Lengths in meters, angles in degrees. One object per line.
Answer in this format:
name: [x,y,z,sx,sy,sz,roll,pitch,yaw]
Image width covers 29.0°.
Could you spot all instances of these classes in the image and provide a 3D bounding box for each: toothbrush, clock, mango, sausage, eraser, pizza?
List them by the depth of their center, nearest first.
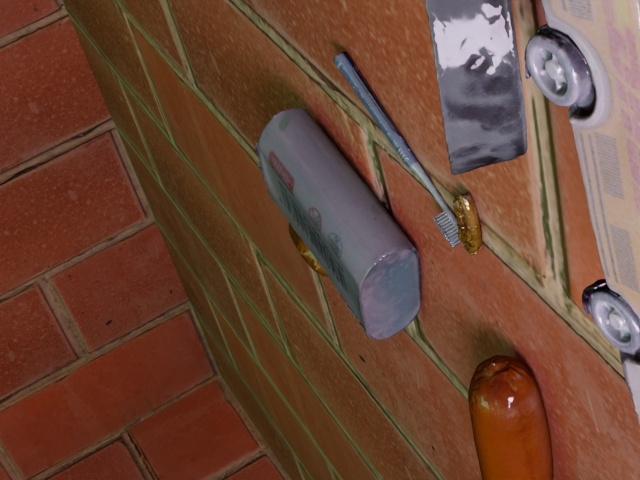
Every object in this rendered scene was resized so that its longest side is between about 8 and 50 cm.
clock: [0.080,-0.152,0.705,0.226,0.048,0.226,-7,-90,-82]
pizza: [0.129,-0.014,1.091,0.083,0.016,0.037,75,168,-50]
toothbrush: [0.072,-0.087,1.154,0.220,0.019,0.016,58,172,14]
sausage: [0.183,0.188,1.183,0.076,0.076,0.198,47,159,49]
eraser: [0.020,-0.018,1.371,0.227,0.081,0.174,53,169,30]
mango: [0.000,0.000,1.520,0.077,0.063,0.127,44,-176,-34]

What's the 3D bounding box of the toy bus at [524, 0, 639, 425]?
toy bus: [0.196,-0.031,0.621,0.138,0.097,0.343,30,145,55]
